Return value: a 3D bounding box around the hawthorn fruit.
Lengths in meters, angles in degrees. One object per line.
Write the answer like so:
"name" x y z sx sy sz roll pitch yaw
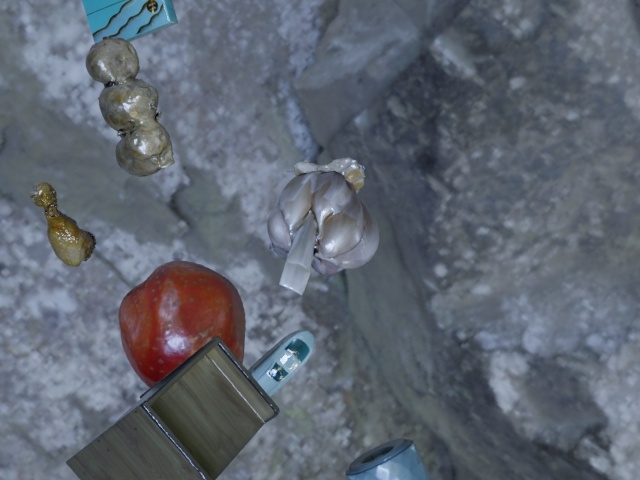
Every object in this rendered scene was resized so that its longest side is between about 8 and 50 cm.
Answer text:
"hawthorn fruit" -0.270 0.215 1.937 0.287 0.287 0.330 74 171 -52

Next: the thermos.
"thermos" 0.181 0.514 1.727 0.286 0.182 0.145 62 -166 2

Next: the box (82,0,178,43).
"box" -0.360 -0.473 1.669 0.162 0.041 0.229 -14 94 21

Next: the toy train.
"toy train" -0.171 0.384 2.431 0.086 0.407 0.088 44 -167 -10

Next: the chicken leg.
"chicken leg" -0.602 -0.035 2.164 0.107 0.087 0.251 -1 136 19

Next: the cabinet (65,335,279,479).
"cabinet" -0.199 0.272 1.279 0.148 0.175 0.215 51 128 -2

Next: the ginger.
"ginger" -0.274 -0.190 1.325 0.104 0.080 0.204 -8 102 45

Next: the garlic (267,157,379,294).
"garlic" 0.000 0.000 1.089 0.131 0.194 0.127 3 129 8
